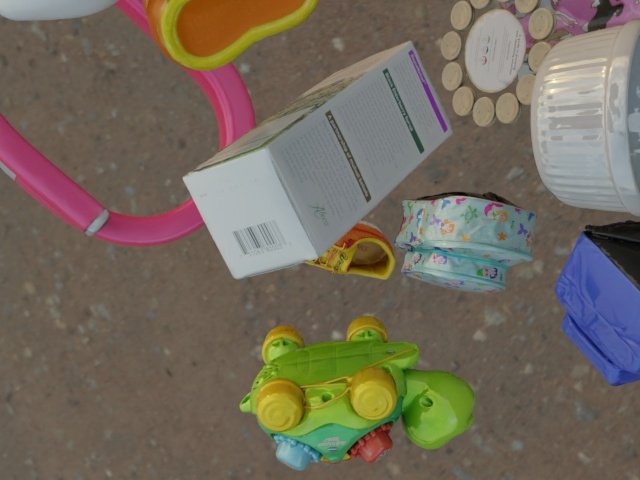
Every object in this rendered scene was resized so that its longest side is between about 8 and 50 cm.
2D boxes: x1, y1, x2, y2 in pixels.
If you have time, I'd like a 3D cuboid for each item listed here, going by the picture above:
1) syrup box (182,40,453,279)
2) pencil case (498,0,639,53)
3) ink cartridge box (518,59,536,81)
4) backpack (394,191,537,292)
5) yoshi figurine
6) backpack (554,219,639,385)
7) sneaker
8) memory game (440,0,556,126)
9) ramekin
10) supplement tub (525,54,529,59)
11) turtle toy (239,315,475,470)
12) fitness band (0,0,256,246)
[{"bbox_3d":[0.007,-0.071,0.829,0.093,0.237,0.096,-15,108,40],"label":"syrup box"},{"bbox_3d":[0.406,-0.357,1.246,0.386,0.160,0.167,-11,127,22],"label":"pencil case"},{"bbox_3d":[0.427,-0.396,1.936,0.087,0.208,0.153,8,73,15],"label":"ink cartridge box"},{"bbox_3d":[0.277,-0.001,1.907,0.253,0.225,0.191,162,119,-64],"label":"backpack"},{"bbox_3d":[-0.109,-0.255,0.649,0.362,0.203,0.203,-128,40,-53],"label":"yoshi figurine"},{"bbox_3d":[0.229,0.038,0.681,0.098,0.120,0.101,58,147,37],"label":"backpack"},{"bbox_3d":[0.000,0.000,1.035,0.067,0.175,0.064,-120,43,-56],"label":"sneaker"},{"bbox_3d":[0.210,-0.227,1.215,0.186,0.012,0.186,1,91,53],"label":"memory game"},{"bbox_3d":[0.305,-0.128,1.086,0.109,0.207,0.207,0,109,34],"label":"ramekin"},{"bbox_3d":[0.281,-0.295,1.509,0.071,0.107,0.071,44,151,31],"label":"supplement tub"},{"bbox_3d":[0.020,0.089,0.562,0.130,0.095,0.066,-6,109,3],"label":"turtle toy"},{"bbox_3d":[-0.191,-0.127,0.888,0.291,0.209,0.054,43,163,-9],"label":"fitness band"}]
